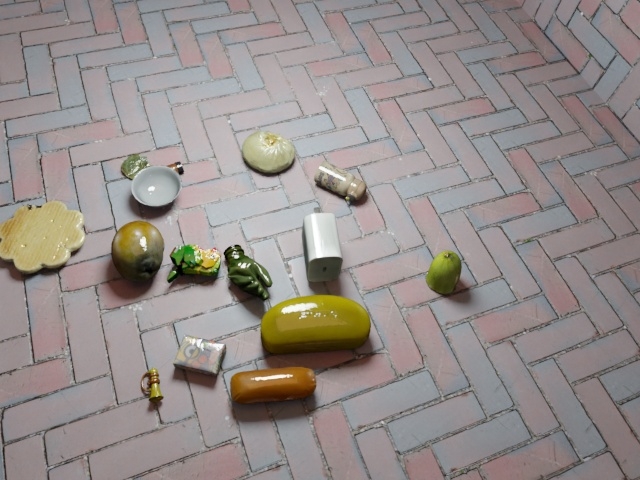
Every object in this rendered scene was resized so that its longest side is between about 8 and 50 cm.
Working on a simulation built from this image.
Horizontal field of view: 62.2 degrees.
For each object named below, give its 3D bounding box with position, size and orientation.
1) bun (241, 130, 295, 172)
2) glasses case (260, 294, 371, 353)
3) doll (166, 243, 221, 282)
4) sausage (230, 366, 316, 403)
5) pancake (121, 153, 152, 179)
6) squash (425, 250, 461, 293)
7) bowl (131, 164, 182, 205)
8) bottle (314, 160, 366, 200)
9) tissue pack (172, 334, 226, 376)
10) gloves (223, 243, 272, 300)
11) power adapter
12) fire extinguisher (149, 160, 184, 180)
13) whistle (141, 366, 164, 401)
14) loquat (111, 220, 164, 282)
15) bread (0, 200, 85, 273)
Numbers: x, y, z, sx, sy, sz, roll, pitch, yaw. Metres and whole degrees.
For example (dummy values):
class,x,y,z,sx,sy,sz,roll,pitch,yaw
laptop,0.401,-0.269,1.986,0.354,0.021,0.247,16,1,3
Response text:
class,x,y,z,sx,sy,sz,roll,pitch,yaw
bun,-0.213,-0.381,2.187,0.223,0.127,0.222,1,58,-2
glasses case,-0.018,0.278,1.798,0.372,0.141,0.173,-2,59,-8
doll,-0.449,0.080,1.895,0.187,0.106,0.134,-2,65,-7
sausage,-0.150,0.463,1.697,0.275,0.105,0.105,-3,59,-8
pancake,-0.742,-0.296,2.142,0.116,0.022,0.129,-32,67,-19
squash,0.455,0.102,1.933,0.123,0.186,0.123,0,55,0
bowl,-0.627,-0.192,2.053,0.189,0.086,0.188,3,61,-6
bottle,0.082,-0.232,2.143,0.209,0.097,0.110,28,60,11
tissue pack,-0.395,0.379,1.745,0.148,0.060,0.108,13,60,3
gloves,-0.260,0.121,1.892,0.135,0.107,0.268,-19,45,-25
power adapter,0.000,0.000,1.942,0.124,0.187,0.255,-3,59,-8
fire extinguisher,-0.635,-0.263,2.119,0.177,0.050,0.062,-24,87,-17
whistle,-0.538,0.464,1.701,0.046,0.057,0.109,23,33,-46
loquat,-0.641,0.040,1.864,0.180,0.179,0.227,-3,55,-8
bread,-1.007,-0.017,1.927,0.317,0.054,0.315,3,57,-4
